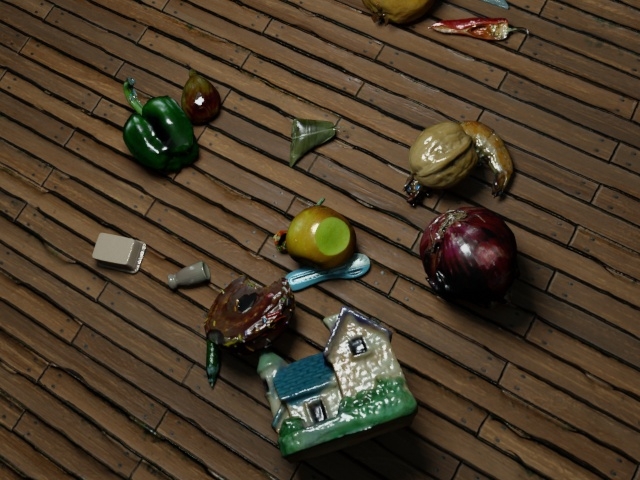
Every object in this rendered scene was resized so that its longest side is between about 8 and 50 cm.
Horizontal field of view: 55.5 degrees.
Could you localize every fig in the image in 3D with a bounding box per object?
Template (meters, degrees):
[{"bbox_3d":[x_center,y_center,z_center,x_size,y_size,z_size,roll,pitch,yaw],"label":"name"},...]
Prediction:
[{"bbox_3d":[-0.337,-0.400,1.667,0.109,0.103,0.155,-21,80,-22],"label":"fig"}]

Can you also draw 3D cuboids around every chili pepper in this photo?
[{"bbox_3d":[0.427,-0.574,1.644,0.267,0.059,0.051,5,37,12],"label":"chili pepper"},{"bbox_3d":[-0.438,-0.312,1.625,0.173,0.165,0.261,-40,75,14],"label":"chili pepper"}]

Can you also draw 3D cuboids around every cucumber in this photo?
[{"bbox_3d":[-0.263,0.282,1.495,0.037,0.037,0.155,-5,74,6],"label":"cucumber"}]

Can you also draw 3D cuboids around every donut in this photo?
[{"bbox_3d":[-0.161,0.179,1.432,0.230,0.096,0.216,-8,42,32],"label":"donut"}]

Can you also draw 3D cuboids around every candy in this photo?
[{"bbox_3d":[-0.050,-0.045,1.562,0.055,0.049,0.185,46,74,-14],"label":"candy"}]

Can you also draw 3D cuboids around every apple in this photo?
[{"bbox_3d":[-0.003,0.000,1.481,0.163,0.146,0.147,42,70,-16],"label":"apple"}]

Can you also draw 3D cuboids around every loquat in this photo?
[{"bbox_3d":[0.213,-0.701,1.632,0.238,0.193,0.239,0,79,3],"label":"loquat"}]

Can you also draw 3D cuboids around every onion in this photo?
[{"bbox_3d":[0.339,0.036,1.363,0.221,0.281,0.281,-30,72,2],"label":"onion"}]

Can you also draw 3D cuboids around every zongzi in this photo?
[{"bbox_3d":[-0.004,-0.254,1.618,0.154,0.062,0.131,4,95,-7],"label":"zongzi"}]

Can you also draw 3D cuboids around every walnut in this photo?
[{"bbox_3d":[0.290,-0.199,1.446,0.166,0.149,0.167,1,102,3],"label":"walnut"}]

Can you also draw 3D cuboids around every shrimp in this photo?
[{"bbox_3d":[0.351,-0.165,1.531,0.290,0.054,0.222,-44,75,-5],"label":"shrimp"}]

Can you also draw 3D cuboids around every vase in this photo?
[{"bbox_3d":[-0.337,0.090,1.551,0.100,0.053,0.053,-17,72,6],"label":"vase"}]

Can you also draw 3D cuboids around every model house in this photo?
[{"bbox_3d":[0.022,0.305,1.342,0.312,0.245,0.280,-18,66,-2],"label":"model house"}]

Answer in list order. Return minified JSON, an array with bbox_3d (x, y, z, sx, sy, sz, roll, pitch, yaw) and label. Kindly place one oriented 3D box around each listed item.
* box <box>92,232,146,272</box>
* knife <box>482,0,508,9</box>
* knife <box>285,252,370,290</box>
[{"bbox_3d":[-0.530,0.029,1.589,0.122,0.062,0.089,11,76,10],"label":"box"},{"bbox_3d":[0.427,-0.686,1.691,0.210,0.015,0.028,25,72,13],"label":"knife"},{"bbox_3d":[0.016,0.079,1.516,0.221,0.031,0.064,-16,76,3],"label":"knife"}]
